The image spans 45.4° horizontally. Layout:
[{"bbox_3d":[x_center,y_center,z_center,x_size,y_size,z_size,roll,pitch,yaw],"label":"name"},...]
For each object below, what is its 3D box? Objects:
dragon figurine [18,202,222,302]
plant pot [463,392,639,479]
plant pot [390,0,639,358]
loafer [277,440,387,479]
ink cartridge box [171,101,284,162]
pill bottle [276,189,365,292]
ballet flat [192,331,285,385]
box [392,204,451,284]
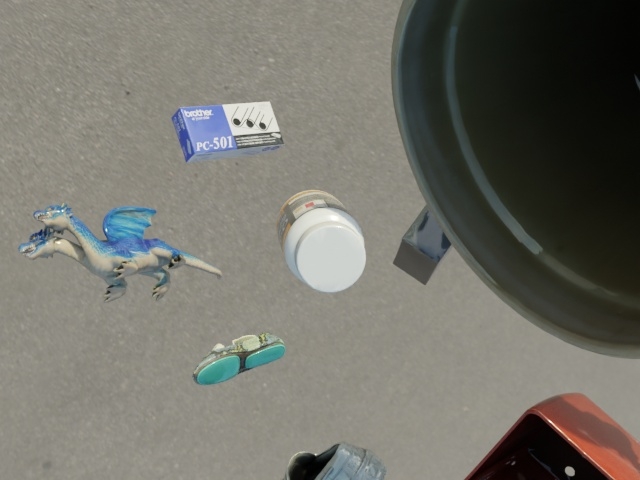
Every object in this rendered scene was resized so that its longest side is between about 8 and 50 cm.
[{"bbox_3d":[-0.267,0.007,1.079,0.289,0.144,0.085,-6,137,-44],"label":"dragon figurine"},{"bbox_3d":[0.435,0.419,1.332,0.235,0.267,0.267,-21,148,-53],"label":"plant pot"},{"bbox_3d":[0.259,-0.120,0.588,0.280,0.323,0.323,-31,129,-23],"label":"plant pot"},{"bbox_3d":[-0.016,0.413,1.326,0.111,0.319,0.112,42,45,-11],"label":"loafer"},{"bbox_3d":[-0.177,-0.212,1.486,0.207,0.046,0.097,-13,78,-38],"label":"ink cartridge box"},{"bbox_3d":[0.000,0.000,1.539,0.162,0.278,0.162,-2,105,-8],"label":"pill bottle"},{"bbox_3d":[-0.153,0.205,1.353,0.188,0.070,0.070,-10,120,-37],"label":"ballet flat"},{"bbox_3d":[0.283,-0.048,1.734,0.261,0.103,0.184,-53,167,-16],"label":"box"}]
